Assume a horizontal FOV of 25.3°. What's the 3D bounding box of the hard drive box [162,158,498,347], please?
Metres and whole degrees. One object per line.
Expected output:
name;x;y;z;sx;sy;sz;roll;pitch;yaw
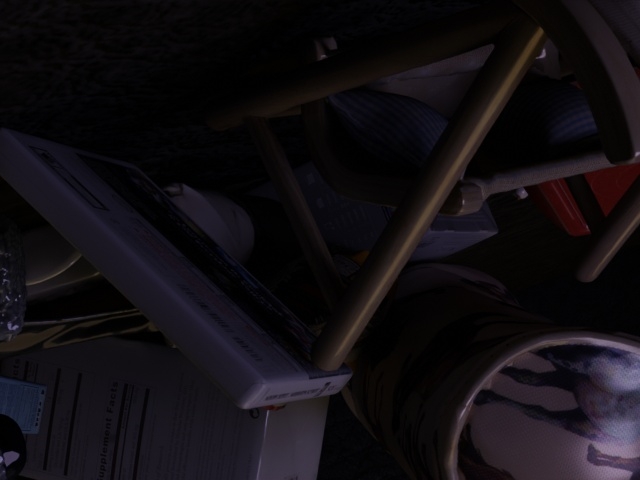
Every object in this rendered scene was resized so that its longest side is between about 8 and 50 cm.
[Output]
hard drive box;0.000;0.000;1.129;0.232;0.089;0.181;-25;170;20

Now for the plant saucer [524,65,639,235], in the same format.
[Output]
plant saucer;0.263;-0.067;1.035;0.259;0.047;0.258;-12;163;15

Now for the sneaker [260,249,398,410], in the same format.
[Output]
sneaker;-0.018;0.044;0.935;0.092;0.088;0.225;-54;165;17

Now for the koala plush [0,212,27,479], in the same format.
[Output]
koala plush;-0.232;0.098;0.723;0.203;0.221;0.196;-17;172;-8

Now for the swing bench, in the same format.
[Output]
swing bench;0.124;-0.075;0.763;0.253;0.165;0.255;-12;162;-43

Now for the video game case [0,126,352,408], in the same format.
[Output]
video game case;-0.076;0.017;0.767;0.022;0.190;0.173;-50;166;8

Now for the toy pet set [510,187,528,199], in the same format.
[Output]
toy pet set;0.247;-0.068;1.372;0.122;0.065;0.114;-19;171;-20

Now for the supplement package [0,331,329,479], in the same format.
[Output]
supplement package;-0.131;0.143;1.189;0.244;0.133;0.139;10;-178;22

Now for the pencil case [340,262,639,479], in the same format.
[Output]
pencil case;0.123;0.112;0.988;0.159;0.184;0.410;-64;-170;0

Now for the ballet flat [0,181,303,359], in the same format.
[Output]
ballet flat;-0.126;0.016;0.943;0.281;0.095;0.096;-17;159;-25

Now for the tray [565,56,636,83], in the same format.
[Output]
tray;0.333;-0.150;1.067;0.203;0.076;0.411;-16;170;-30

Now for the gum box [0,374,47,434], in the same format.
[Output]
gum box;-0.287;0.099;0.976;0.157;0.041;0.184;9;172;5
